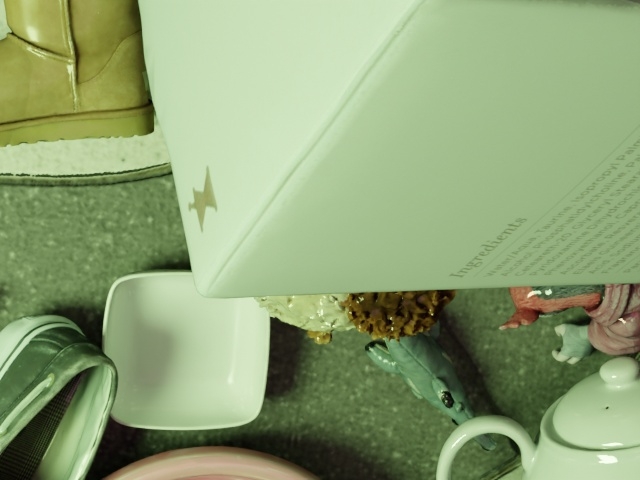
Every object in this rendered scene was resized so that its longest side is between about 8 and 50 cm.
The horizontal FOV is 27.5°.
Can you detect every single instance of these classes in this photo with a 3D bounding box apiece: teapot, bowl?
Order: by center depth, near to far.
[{"bbox_3d":[-0.118,0.089,1.130,0.142,0.053,0.142,1,104,-11],"label":"bowl"},{"bbox_3d":[0.273,0.190,1.134,0.256,0.252,0.187,-31,109,-34],"label":"teapot"}]

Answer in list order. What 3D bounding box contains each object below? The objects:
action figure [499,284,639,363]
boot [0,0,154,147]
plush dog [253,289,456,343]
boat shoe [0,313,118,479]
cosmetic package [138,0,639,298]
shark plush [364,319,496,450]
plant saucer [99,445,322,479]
[{"bbox_3d":[0.312,0.005,1.085,0.370,0.275,0.248,-24,114,-18],"label":"action figure"},{"bbox_3d":[-0.242,-0.212,1.017,0.236,0.089,0.270,-7,106,-19],"label":"boot"},{"bbox_3d":[0.000,0.000,1.008,0.262,0.225,0.211,26,104,12],"label":"plush dog"},{"bbox_3d":[-0.271,0.222,1.061,0.121,0.119,0.335,23,88,-39],"label":"boat shoe"},{"bbox_3d":[0.119,-0.178,0.842,0.393,0.327,0.330,-1,63,-27],"label":"cosmetic package"},{"bbox_3d":[0.099,0.133,1.172,0.073,0.067,0.161,-27,107,-3],"label":"shark plush"},{"bbox_3d":[-0.107,0.332,1.180,0.332,0.084,0.332,-3,105,-10],"label":"plant saucer"}]
